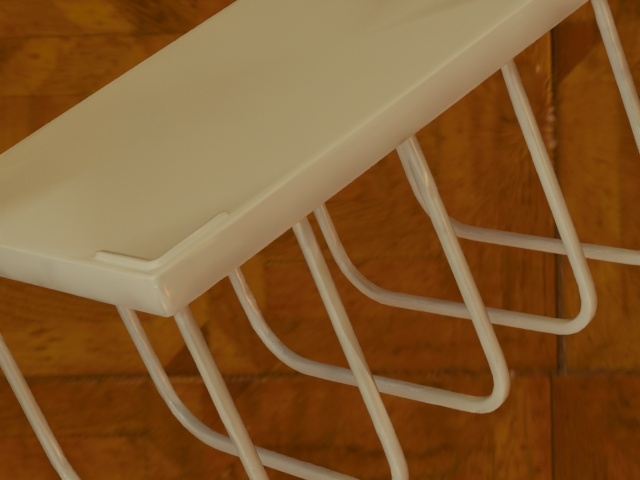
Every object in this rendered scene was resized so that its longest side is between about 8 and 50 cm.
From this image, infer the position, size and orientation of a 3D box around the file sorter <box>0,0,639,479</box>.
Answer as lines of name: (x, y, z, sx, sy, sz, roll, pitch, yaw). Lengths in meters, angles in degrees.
file sorter: (0.000, 0.000, 0.817, 0.278, 0.193, 0.173, -37, 118, -31)
